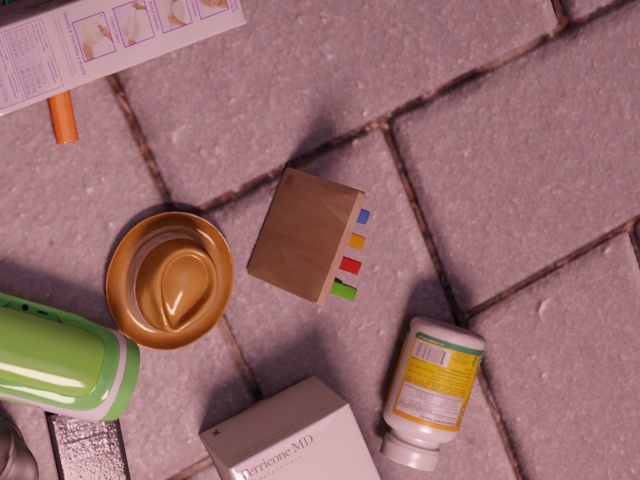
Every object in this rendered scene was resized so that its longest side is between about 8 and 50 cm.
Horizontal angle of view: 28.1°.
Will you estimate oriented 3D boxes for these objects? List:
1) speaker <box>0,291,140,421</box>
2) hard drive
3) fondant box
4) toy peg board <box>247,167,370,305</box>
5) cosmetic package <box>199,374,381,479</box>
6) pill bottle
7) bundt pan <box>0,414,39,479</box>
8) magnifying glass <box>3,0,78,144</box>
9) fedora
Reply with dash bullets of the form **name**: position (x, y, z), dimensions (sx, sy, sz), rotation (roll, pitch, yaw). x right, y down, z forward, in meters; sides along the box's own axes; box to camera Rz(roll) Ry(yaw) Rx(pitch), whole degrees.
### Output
- **speaker**: position (-0.386, 0.142, 1.626), dimensions (0.297, 0.131, 0.131), rotation (19, 91, -24)
- **hard drive**: position (-0.314, 0.286, 1.737), dimensions (0.094, 0.022, 0.135), rotation (-14, 104, -20)
- **fondant box**: position (-0.289, -0.246, 1.503), dimensions (0.330, 0.238, 0.096), rotation (-27, 112, -28)
- **toy peg board**: position (0.000, 0.000, 1.756), dimensions (0.079, 0.161, 0.160), rotation (21, 90, -42)
- **cosmetic package**: position (-0.002, 0.403, 1.819), dimensions (0.197, 0.155, 0.365), rotation (-28, 110, -14)
- **pill bottle**: position (0.159, 0.225, 1.875), dimensions (0.118, 0.117, 0.208), rotation (16, 92, -24)
- **bundt pan**: position (-0.481, 0.350, 1.576), dimensions (0.331, 0.124, 0.330), rotation (-13, 112, -36)
- **magnifying glass**: position (-0.344, -0.238, 1.632), dimensions (0.092, 0.026, 0.230), rotation (-13, 105, -21)
- **fedora**: position (-0.193, 0.061, 1.718), dimensions (0.194, 0.079, 0.194), rotation (-4, 101, -22)
